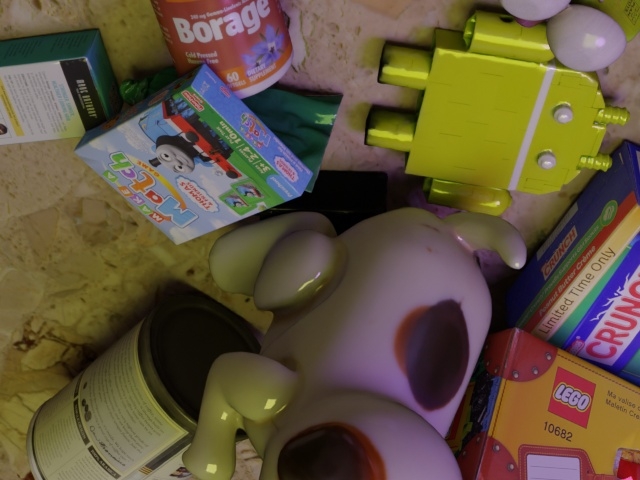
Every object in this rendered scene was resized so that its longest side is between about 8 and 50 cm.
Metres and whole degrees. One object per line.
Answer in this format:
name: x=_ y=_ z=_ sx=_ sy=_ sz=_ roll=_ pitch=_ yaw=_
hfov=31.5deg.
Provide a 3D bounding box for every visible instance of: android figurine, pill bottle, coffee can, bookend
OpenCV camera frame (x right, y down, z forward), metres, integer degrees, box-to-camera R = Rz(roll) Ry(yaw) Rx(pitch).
android figurine: x=0.189 y=-0.132 z=1.220 sx=0.272 sy=0.056 sz=0.248 roll=11 pitch=131 yaw=-2
pill bottle: x=-0.108 y=-0.252 z=1.095 sx=0.121 sy=0.121 sz=0.216 roll=-8 pitch=130 yaw=12
coffee can: x=-0.222 y=0.223 z=1.465 sx=0.201 sy=0.201 sz=0.275 roll=36 pitch=125 yaw=-24
bookend: x=0.000 y=0.000 z=1.337 sx=0.156 sy=0.072 sz=0.157 roll=2 pitch=132 yaw=5

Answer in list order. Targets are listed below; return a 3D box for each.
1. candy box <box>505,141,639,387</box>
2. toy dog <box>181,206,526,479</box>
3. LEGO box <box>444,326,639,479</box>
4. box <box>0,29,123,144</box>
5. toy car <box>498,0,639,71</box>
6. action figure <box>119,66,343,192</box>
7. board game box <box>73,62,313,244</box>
candy box: x=0.419 y=0.067 z=1.326 sx=0.317 sy=0.122 sz=0.268 roll=21 pitch=129 yaw=-12
toy dog: x=0.054 y=0.181 z=1.170 sx=0.395 sy=0.408 sz=0.284 roll=-20 pitch=128 yaw=23
LEGO box: x=0.320 y=0.318 z=1.410 sx=0.500 sy=0.193 sz=0.372 roll=26 pitch=157 yaw=-17
box: x=-0.348 y=-0.160 z=1.236 sx=0.244 sy=0.060 sz=0.100 roll=-5 pitch=131 yaw=9
toy car: x=0.223 y=-0.250 z=1.070 sx=0.182 sy=0.159 sz=0.136 roll=37 pitch=159 yaw=-25
action figure: x=-0.104 y=-0.132 z=1.217 sx=0.232 sy=0.137 sz=0.063 roll=18 pitch=143 yaw=1
board game box: x=-0.135 y=-0.081 z=1.173 sx=0.211 sy=0.039 sz=0.160 roll=-19 pitch=125 yaw=45
